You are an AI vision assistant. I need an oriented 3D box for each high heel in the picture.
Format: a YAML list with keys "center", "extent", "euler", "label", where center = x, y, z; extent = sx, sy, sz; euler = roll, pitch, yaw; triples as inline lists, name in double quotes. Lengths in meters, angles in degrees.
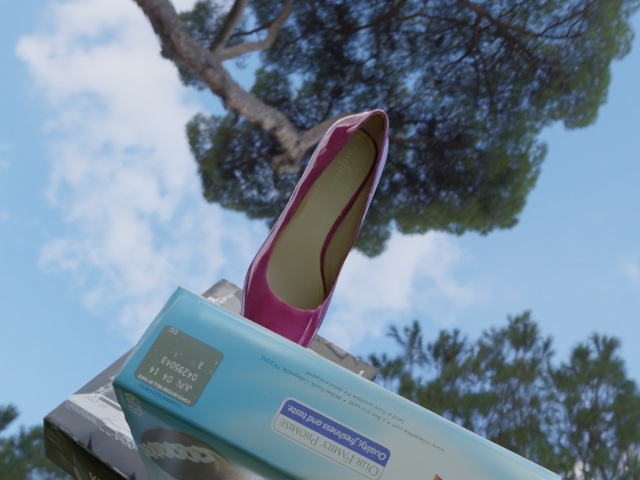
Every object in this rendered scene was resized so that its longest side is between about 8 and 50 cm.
- center: [0.000, 0.000, 0.796]
  extent: [0.082, 0.244, 0.117]
  euler: [29, -24, -8]
  label: "high heel"

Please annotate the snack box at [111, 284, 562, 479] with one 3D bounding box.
- center: [-0.004, 0.155, 0.515]
  extent: [0.187, 0.060, 0.322]
  euler: [25, -28, 10]
  label: "snack box"

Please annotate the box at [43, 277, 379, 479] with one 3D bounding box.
- center: [-0.116, 0.196, 1.043]
  extent: [0.242, 0.307, 0.076]
  euler: [30, -48, 21]
  label: "box"
